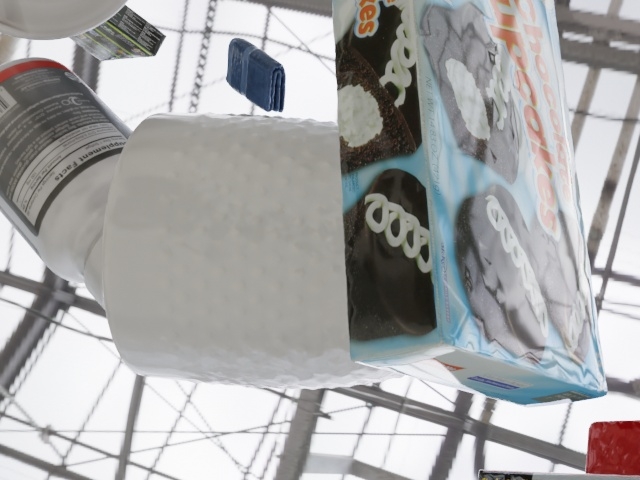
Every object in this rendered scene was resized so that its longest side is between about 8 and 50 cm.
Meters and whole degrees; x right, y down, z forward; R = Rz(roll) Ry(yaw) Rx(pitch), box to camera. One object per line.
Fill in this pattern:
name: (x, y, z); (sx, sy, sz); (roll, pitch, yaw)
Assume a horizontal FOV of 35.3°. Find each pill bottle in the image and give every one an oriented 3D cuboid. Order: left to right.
pill bottle: (-0.326, -0.073, 1.373); (0.210, 0.210, 0.363); (-47, -116, 1)

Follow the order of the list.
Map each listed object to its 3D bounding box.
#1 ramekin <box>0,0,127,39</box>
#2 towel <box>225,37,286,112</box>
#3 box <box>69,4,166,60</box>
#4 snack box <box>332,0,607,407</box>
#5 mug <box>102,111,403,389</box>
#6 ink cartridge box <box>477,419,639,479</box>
ramekin: (-0.356, -0.384, 1.241); (0.273, 0.127, 0.272); (-5, -77, -22)
towel: (-0.079, -0.203, 1.230); (0.119, 0.029, 0.067); (42, -47, 49)
box: (-0.352, -0.338, 1.496); (0.184, 0.191, 0.045); (6, -113, 52)
snack box: (0.086, -0.074, 0.593); (0.060, 0.187, 0.321); (-17, -114, 35)
mug: (0.000, 0.000, 1.054); (0.328, 0.374, 0.276); (3, -74, 12)
ink cartridge box: (0.254, 0.270, 0.838); (0.130, 0.309, 0.271); (16, -107, -19)
